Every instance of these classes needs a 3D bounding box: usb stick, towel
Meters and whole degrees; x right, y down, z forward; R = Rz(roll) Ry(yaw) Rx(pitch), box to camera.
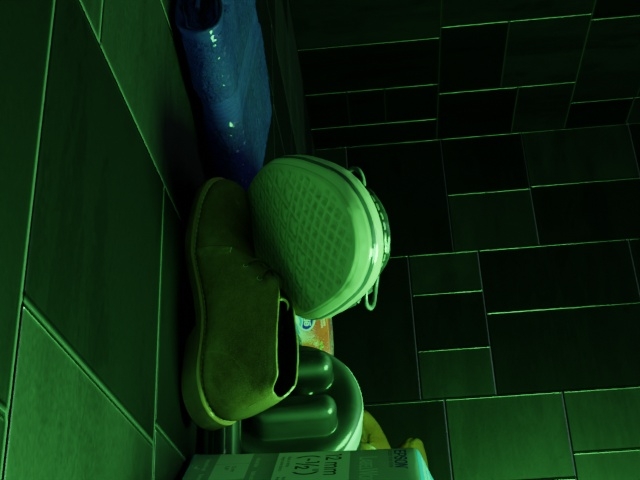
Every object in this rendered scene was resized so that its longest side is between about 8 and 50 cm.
[{"bbox_3d":[-0.112,0.180,1.098,0.077,0.045,0.278,95,-7,-60],"label":"usb stick"},{"bbox_3d":[-0.125,-0.217,1.229,0.308,0.076,0.228,82,12,-49],"label":"towel"}]

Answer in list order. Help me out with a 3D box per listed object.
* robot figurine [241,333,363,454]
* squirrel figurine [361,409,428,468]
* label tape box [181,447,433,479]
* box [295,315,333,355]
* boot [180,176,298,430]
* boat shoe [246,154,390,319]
[{"bbox_3d":[-0.035,0.243,1.220,0.209,0.173,0.278,-50,159,-27],"label":"robot figurine"},{"bbox_3d":[0.057,0.490,1.760,0.370,0.281,0.397,70,12,-54],"label":"squirrel figurine"},{"bbox_3d":[0.035,0.276,0.870,0.249,0.347,0.115,-65,150,-83],"label":"label tape box"},{"bbox_3d":[-0.051,0.082,1.539,0.122,0.128,0.257,-82,167,-73],"label":"box"},{"bbox_3d":[-0.079,0.051,1.049,0.112,0.115,0.305,39,37,-47],"label":"boot"},{"bbox_3d":[0.000,0.000,1.149,0.500,0.156,0.187,153,-73,-75],"label":"boat shoe"}]
